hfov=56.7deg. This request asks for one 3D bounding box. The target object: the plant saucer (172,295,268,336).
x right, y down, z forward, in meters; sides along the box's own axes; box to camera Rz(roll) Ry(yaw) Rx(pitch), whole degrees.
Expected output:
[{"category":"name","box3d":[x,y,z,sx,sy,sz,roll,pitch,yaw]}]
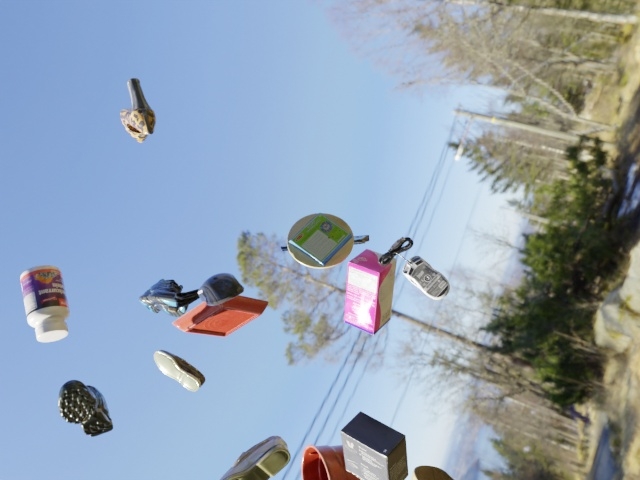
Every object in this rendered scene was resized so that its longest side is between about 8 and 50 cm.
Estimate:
[{"category":"plant saucer","box3d":[-0.355,0.280,2.147,0.259,0.258,0.047,21,-137,-50]}]

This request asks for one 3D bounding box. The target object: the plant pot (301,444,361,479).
[{"category":"plant pot","box3d":[0.104,0.853,2.140,0.265,0.272,0.272,-3,-60,-24]}]

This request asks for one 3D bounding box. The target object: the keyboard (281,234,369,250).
[{"category":"keyboard","box3d":[0.024,0.009,2.184,0.201,0.317,0.033,-26,-70,-69]}]

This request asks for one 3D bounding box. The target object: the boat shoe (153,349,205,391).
[{"category":"boat shoe","box3d":[-0.561,0.510,2.361,0.081,0.228,0.069,-56,-7,23]}]

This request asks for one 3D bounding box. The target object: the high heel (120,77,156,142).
[{"category":"high heel","box3d":[-0.530,-0.324,1.756,0.093,0.186,0.261,-14,-25,-19]}]

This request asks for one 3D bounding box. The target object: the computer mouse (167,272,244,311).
[{"category":"computer mouse","box3d":[-0.292,0.125,1.458,0.060,0.184,0.262,68,166,-7]}]

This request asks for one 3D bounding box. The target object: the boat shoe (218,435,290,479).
[{"category":"boat shoe","box3d":[-0.235,0.765,1.967,0.113,0.302,0.103,59,176,-21]}]

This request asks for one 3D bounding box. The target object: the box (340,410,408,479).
[{"category":"box","box3d":[0.147,0.573,1.597,0.093,0.156,0.158,-34,-52,-38]}]

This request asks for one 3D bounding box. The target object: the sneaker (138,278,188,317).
[{"category":"sneaker","box3d":[-0.594,0.207,2.305,0.125,0.341,0.139,50,-118,-27]}]

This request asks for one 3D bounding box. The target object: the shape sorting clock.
[{"category":"shape sorting clock","box3d":[0.000,0.000,1.824,0.040,0.206,0.206,93,-158,-57]}]

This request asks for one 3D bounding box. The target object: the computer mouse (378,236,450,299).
[{"category":"computer mouse","box3d":[0.253,0.082,1.552,0.106,0.193,0.042,-45,-13,-3]}]

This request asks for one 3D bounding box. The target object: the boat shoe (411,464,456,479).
[{"category":"boat shoe","box3d":[0.449,0.921,2.144,0.110,0.341,0.121,-50,23,25]}]

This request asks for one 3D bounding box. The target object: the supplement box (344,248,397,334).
[{"category":"supplement box","box3d":[0.151,0.154,1.794,0.111,0.114,0.220,-32,-46,-48]}]

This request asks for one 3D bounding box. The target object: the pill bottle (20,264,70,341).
[{"category":"pill bottle","box3d":[-0.751,0.174,1.627,0.108,0.108,0.193,59,-172,-68]}]

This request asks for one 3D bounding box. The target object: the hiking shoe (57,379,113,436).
[{"category":"hiking shoe","box3d":[-0.762,0.515,1.895,0.113,0.132,0.304,-19,-39,-14]}]
